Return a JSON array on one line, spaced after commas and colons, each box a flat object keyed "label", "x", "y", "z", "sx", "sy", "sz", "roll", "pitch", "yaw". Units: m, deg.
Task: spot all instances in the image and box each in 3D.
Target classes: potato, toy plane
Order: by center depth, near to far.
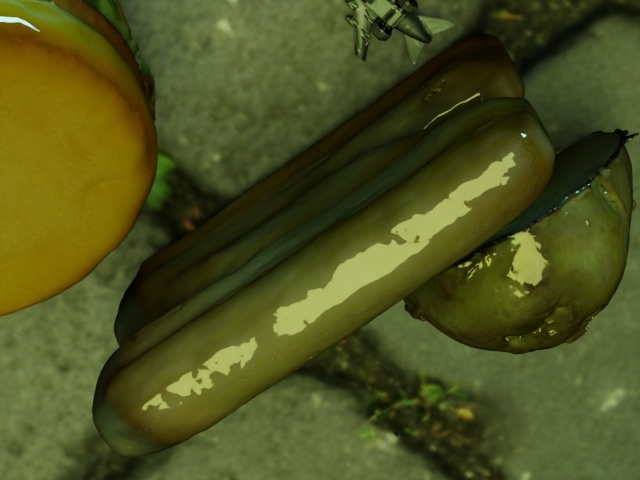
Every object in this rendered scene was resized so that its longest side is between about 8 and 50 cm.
[{"label": "potato", "x": 0.126, "y": 0.008, "z": 1.101, "sx": 0.164, "sy": 0.200, "sz": 0.081, "roll": -28, "pitch": 100, "yaw": 19}, {"label": "toy plane", "x": 0.037, "y": -0.142, "z": 1.137, "sx": 0.083, "sy": 0.031, "sz": 0.078, "roll": 37, "pitch": 118, "yaw": -16}]

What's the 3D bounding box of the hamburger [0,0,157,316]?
[{"label": "hamburger", "x": -0.214, "y": -0.078, "z": 1.069, "sx": 0.246, "sy": 0.170, "sz": 0.246, "roll": -9, "pitch": 136, "yaw": -9}]

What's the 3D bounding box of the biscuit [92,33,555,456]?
[{"label": "biscuit", "x": 0.000, "y": 0.000, "z": 1.081, "sx": 0.291, "sy": 0.237, "sz": 0.062, "roll": -36, "pitch": 105, "yaw": 9}]
